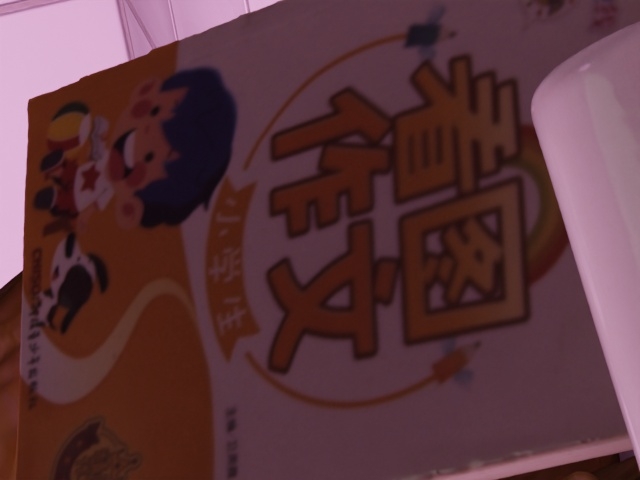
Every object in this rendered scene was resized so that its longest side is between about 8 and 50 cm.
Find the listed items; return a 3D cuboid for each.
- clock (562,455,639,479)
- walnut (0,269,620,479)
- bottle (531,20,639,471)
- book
[{"bbox_3d":[0.118,0.191,0.669,0.308,0.096,0.235,60,-171,-56],"label":"clock"},{"bbox_3d":[-0.023,0.112,0.920,0.333,0.333,0.332,166,90,-81],"label":"walnut"},{"bbox_3d":[0.138,0.058,0.538,0.104,0.104,0.245,116,139,-76],"label":"bottle"},{"bbox_3d":[0.000,0.000,0.727,0.020,0.295,0.207,27,-127,-48],"label":"book"}]
